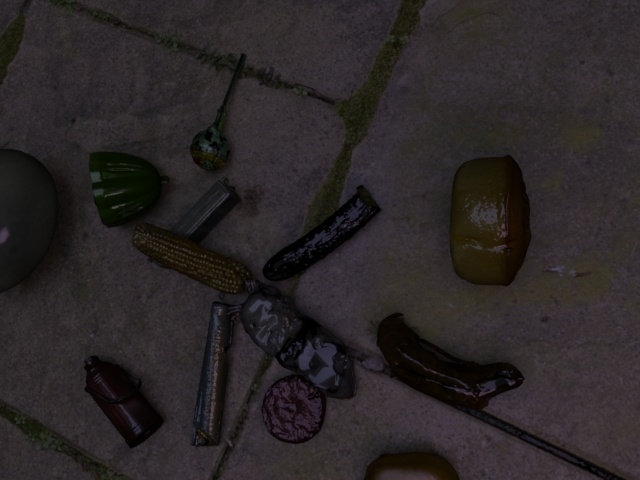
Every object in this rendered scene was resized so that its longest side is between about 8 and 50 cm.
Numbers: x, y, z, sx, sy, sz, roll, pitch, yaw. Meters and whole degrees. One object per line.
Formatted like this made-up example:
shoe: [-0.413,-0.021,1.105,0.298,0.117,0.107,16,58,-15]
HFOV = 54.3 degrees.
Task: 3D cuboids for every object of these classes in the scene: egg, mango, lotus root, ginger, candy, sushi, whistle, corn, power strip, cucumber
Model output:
egg: [-0.764,-0.044,1.473,0.258,0.258,0.353,21,83,14]
mango: [0.186,0.490,1.262,0.195,0.098,0.138,18,92,3]
lotus root: [-0.441,-0.132,1.475,0.186,0.186,0.186,-2,83,13]
ginger: [0.247,0.263,1.285,0.309,0.107,0.133,26,73,16]
candy: [-0.226,-0.310,1.489,0.091,0.083,0.306,16,79,16]
sushi: [-0.050,0.215,1.344,0.332,0.130,0.124,36,88,16]
whistle: [-0.242,0.302,1.412,0.067,0.057,0.327,10,85,-29]
corn: [-0.285,0.042,1.396,0.288,0.086,0.087,27,89,-16]
power strip: [-0.295,-0.033,1.457,0.272,0.078,0.052,-46,75,4]
cucumber: [0.000,0.000,1.390,0.303,0.072,0.081,-40,79,6]

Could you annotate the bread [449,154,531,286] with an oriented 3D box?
bread: [0.337,-0.040,1.223,0.147,0.270,0.270,1,83,19]

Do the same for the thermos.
thermos: [-0.472,0.362,1.444,0.232,0.098,0.124,44,132,15]

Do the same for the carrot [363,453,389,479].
carrot: [0.110,0.513,1.315,0.048,0.048,0.139,22,85,15]

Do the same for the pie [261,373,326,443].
pie: [-0.057,0.372,1.373,0.154,0.036,0.155,-2,82,13]
